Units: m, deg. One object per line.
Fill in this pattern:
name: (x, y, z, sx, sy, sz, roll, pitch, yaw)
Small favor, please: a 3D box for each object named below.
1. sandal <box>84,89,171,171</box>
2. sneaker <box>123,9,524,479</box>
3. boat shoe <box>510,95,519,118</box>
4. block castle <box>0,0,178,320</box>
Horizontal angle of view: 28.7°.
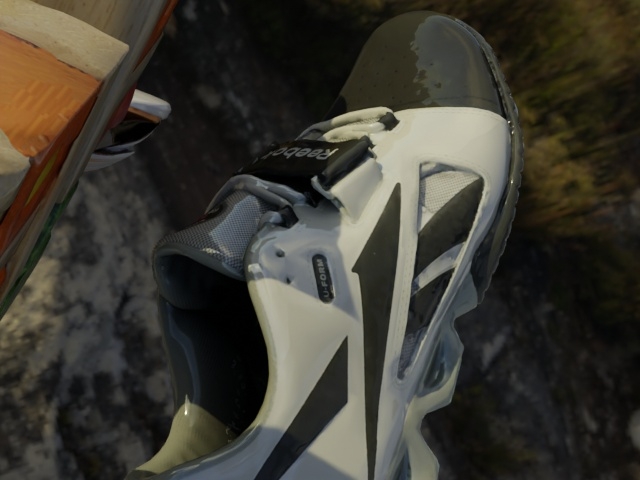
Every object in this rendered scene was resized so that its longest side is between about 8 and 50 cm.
sandal: (-0.209, -0.094, 1.056, 0.102, 0.265, 0.076, 16, 86, -29)
sneaker: (0.000, 0.000, 0.597, 0.146, 0.122, 0.330, 33, 56, -31)
boat shoe: (0.023, -0.002, 1.048, 0.130, 0.355, 0.132, 29, 31, -21)
block castle: (-0.238, -0.072, 0.470, 0.303, 0.213, 0.453, 28, 31, -6)
